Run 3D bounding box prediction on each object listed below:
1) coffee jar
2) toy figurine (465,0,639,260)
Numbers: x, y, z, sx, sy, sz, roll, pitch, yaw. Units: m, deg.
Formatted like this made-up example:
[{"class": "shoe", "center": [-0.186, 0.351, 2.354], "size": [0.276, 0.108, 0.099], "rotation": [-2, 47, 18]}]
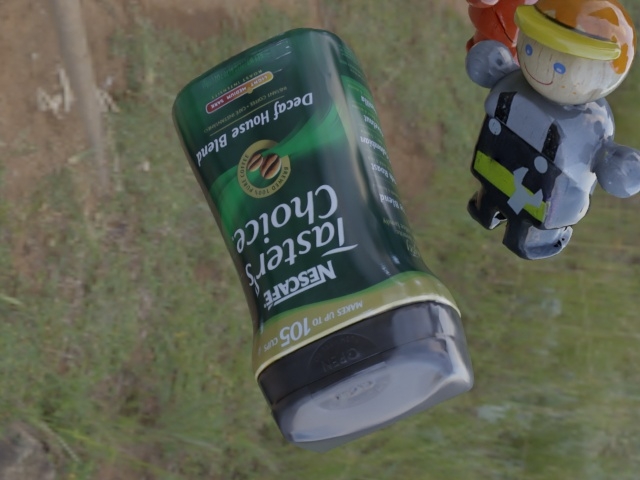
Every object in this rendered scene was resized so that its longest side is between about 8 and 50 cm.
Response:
[{"class": "coffee jar", "center": [0.000, 0.000, 0.559], "size": [0.079, 0.096, 0.184], "rotation": [37, 30, -63]}, {"class": "toy figurine", "center": [0.171, -0.095, 0.564], "size": [0.148, 0.213, 0.210], "rotation": [100, 1, -45]}]
